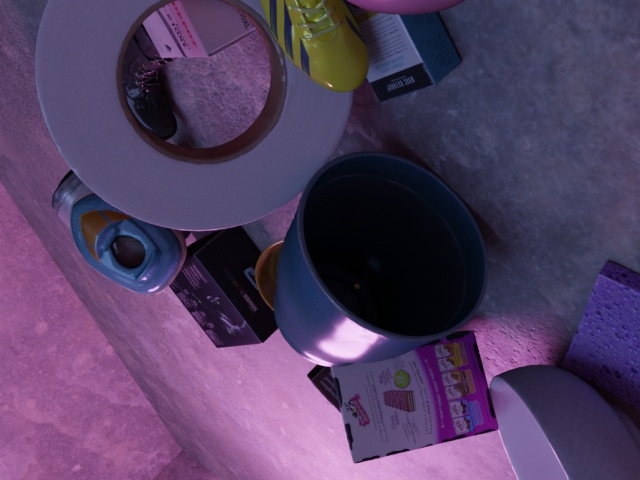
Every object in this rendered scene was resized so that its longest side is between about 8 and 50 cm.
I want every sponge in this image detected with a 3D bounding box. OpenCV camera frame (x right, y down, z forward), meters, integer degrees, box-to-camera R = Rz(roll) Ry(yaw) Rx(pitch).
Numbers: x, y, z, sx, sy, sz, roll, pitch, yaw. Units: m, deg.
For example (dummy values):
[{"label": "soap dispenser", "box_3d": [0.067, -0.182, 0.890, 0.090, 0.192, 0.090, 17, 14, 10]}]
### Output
[{"label": "sponge", "box_3d": [0.394, 0.127, 0.881, 0.117, 0.031, 0.210, 31, 147, 28]}]

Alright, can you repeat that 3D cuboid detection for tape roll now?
[{"label": "tape roll", "box_3d": [-0.147, -0.204, 0.853, 0.392, 0.391, 0.072, 63, 173, -25]}]

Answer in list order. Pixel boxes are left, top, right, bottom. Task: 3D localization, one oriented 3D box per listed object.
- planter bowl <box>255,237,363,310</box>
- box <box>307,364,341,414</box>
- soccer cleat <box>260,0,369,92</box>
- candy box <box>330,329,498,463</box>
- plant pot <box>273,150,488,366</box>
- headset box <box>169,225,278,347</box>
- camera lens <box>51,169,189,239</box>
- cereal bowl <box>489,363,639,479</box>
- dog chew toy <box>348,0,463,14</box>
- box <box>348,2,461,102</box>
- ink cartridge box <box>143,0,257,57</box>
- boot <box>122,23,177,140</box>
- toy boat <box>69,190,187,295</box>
[{"label": "planter bowl", "box_3d": [0.001, 0.052, 1.202, 0.217, 0.090, 0.217, 8, 129, 11]}, {"label": "box", "box_3d": [0.091, 0.249, 1.230, 0.168, 0.167, 0.203, 46, 172, 5]}, {"label": "soccer cleat", "box_3d": [-0.023, -0.287, 0.726, 0.289, 0.093, 0.121, 63, 172, -21]}, {"label": "candy box", "box_3d": [0.145, 0.245, 1.085, 0.071, 0.233, 0.159, 73, -176, -82]}, {"label": "plant pot", "box_3d": [0.053, 0.055, 0.976, 0.271, 0.271, 0.255, 45, 145, 4]}, {"label": "headset box", "box_3d": [-0.212, 0.108, 1.554, 0.246, 0.131, 0.283, 54, 150, -10]}, {"label": "camera lens", "box_3d": [-0.467, -0.060, 1.599, 0.274, 0.219, 0.219, 48, 151, -1]}, {"label": "cereal bowl", "box_3d": [0.378, 0.327, 0.966, 0.339, 0.141, 0.339, 158, 90, -88]}, {"label": "dog chew toy", "box_3d": [0.074, -0.367, 0.558, 0.206, 0.206, 0.332, 26, 136, 34]}, {"label": "box", "box_3d": [0.061, -0.289, 0.793, 0.100, 0.060, 0.244, -5, 122, 55]}, {"label": "ink cartridge box", "box_3d": [-0.194, -0.355, 0.957, 0.237, 0.100, 0.172, 26, 146, 59]}, {"label": "boot", "box_3d": [-0.310, -0.311, 1.225, 0.229, 0.091, 0.263, -5, 120, 55]}, {"label": "toy boat", "box_3d": [-0.380, -0.055, 1.398, 0.267, 0.318, 0.148, 31, -168, 3]}]
